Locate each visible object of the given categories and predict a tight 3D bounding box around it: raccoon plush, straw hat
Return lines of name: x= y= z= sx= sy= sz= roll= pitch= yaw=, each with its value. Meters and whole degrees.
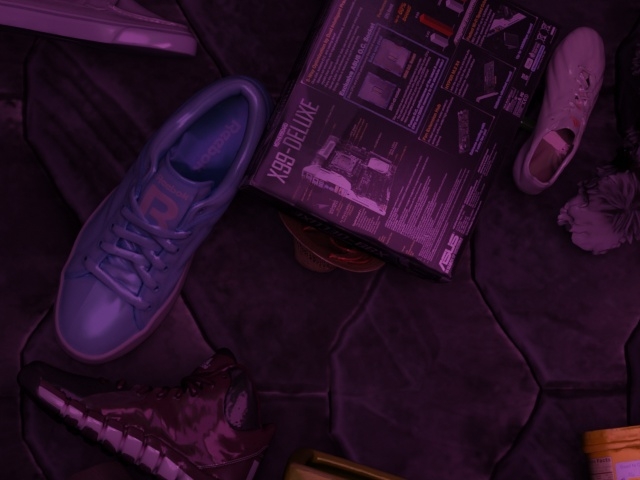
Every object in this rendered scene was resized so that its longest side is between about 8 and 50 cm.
raccoon plush: x=0.423 y=-0.216 z=1.986 sx=0.446 sy=0.299 sz=0.216 roll=-37 pitch=98 yaw=27
straw hat: x=0.000 y=0.000 z=1.979 sx=0.144 sy=0.144 sz=0.061 roll=38 pitch=126 yaw=6

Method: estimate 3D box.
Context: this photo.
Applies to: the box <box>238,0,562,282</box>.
box: x=0.085 y=-0.141 z=1.924 sx=0.242 sy=0.076 sz=0.307 roll=25 pitch=84 yaw=-11

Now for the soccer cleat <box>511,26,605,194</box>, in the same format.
soccer cleat: x=0.267 y=-0.140 z=1.966 sx=0.068 sy=0.076 sz=0.196 roll=23 pitch=87 yaw=-13

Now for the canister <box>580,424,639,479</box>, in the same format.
canister: x=0.350 y=0.281 z=1.926 sx=0.126 sy=0.073 sz=0.170 roll=-7 pitch=83 yaw=0

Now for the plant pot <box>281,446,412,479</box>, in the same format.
plant pot: x=0.049 y=0.347 z=1.852 sx=0.227 sy=0.228 sz=0.207 roll=17 pitch=89 yaw=4

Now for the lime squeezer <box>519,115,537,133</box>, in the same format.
lime squeezer: x=0.146 y=-0.210 z=2.025 sx=0.110 sy=0.059 sz=0.310 roll=-28 pitch=80 yaw=-36

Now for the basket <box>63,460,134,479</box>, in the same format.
basket: x=-0.205 y=0.358 z=1.881 sx=0.154 sy=0.204 sz=0.227 roll=-34 pitch=71 yaw=3

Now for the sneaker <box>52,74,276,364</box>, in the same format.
sneaker: x=-0.178 y=-0.034 z=1.946 sx=0.135 sy=0.150 sz=0.366 roll=31 pitch=83 yaw=6

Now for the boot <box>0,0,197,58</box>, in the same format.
boot: x=-0.255 y=-0.280 z=2.012 sx=0.258 sy=0.095 sz=0.123 roll=11 pitch=89 yaw=4

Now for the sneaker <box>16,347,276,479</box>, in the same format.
sneaker: x=-0.174 y=0.166 z=1.946 sx=0.281 sy=0.106 sz=0.162 roll=32 pitch=77 yaw=-8
